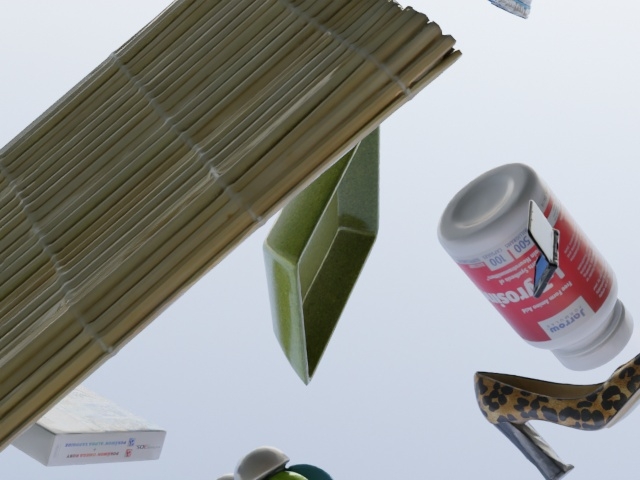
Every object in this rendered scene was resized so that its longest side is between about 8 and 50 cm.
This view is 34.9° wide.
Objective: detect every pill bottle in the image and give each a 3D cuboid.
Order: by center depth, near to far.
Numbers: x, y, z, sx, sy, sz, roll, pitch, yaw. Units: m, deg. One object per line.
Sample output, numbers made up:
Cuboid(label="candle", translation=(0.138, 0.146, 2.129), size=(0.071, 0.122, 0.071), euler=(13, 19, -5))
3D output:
Cuboid(label="pill bottle", translation=(0.429, 0.062, 1.981), size=(0.229, 0.408, 0.229), euler=(-36, -157, 18))

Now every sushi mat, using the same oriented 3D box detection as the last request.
Cuboid(label="sushi mat", translation=(-0.103, -0.003, 0.385), size=(0.316, 0.019, 0.151), euler=(-42, -139, -5))

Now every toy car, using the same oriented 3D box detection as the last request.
Cuboid(label="toy car", translation=(-0.048, 0.341, 1.268), size=(0.136, 0.182, 0.159), euler=(-14, -114, -50))

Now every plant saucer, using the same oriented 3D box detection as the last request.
Cuboid(label="plant saucer", translation=(0.000, 0.000, 0.885), size=(0.045, 0.188, 0.188), euler=(17, -125, 15))

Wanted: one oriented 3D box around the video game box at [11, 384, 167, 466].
Cuboid(label="video game box", translation=(-0.331, 0.224, 1.284), size=(0.205, 0.048, 0.187), euler=(18, -175, 36))

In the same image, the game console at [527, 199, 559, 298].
Cuboid(label="game console", translation=(0.345, 0.014, 1.641), size=(0.071, 0.107, 0.122), euler=(24, -148, 1))

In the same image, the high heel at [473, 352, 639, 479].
Cuboid(label="high heel", translation=(0.331, 0.181, 1.374), size=(0.186, 0.261, 0.093), euler=(48, -157, 23))

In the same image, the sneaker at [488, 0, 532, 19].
Cuboid(label="sneaker", translation=(0.266, -0.402, 1.537), size=(0.190, 0.083, 0.071), euler=(9, -160, -49))
